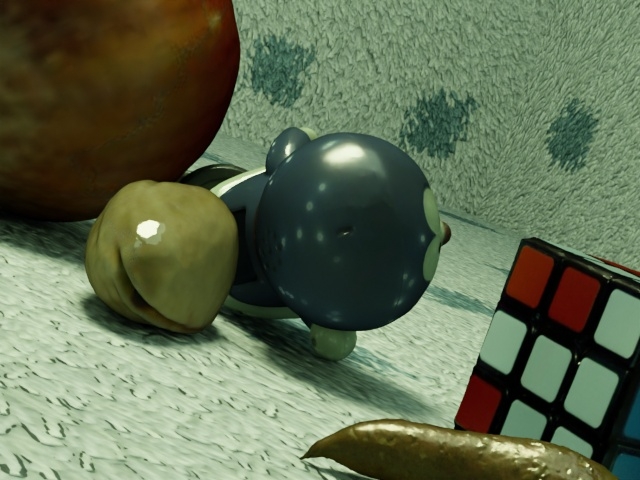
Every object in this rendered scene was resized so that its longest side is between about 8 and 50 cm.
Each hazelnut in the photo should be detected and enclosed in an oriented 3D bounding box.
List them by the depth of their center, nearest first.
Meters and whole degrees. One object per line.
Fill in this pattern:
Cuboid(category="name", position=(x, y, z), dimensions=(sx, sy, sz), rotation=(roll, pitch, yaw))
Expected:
Cuboid(category="hazelnut", position=(-0.278, -0.200, 1.358), dimensions=(0.409, 0.359, 0.359), rotation=(22, 6, 22))

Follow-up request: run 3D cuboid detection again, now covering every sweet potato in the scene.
Cuboid(category="sweet potato", position=(0.124, 0.149, 0.872), dimensions=(0.273, 0.067, 0.067), rotation=(14, 5, 7))

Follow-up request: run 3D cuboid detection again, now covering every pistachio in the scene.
Cuboid(category="pistachio", position=(-0.122, 0.014, 1.122), dimensions=(0.108, 0.126, 0.185), rotation=(-22, -2, 15))

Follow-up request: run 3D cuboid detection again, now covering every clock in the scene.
Cuboid(category="clock", position=(0.000, 0.000, 1.202), dimensions=(0.146, 0.200, 0.243), rotation=(-8, -1, -28))

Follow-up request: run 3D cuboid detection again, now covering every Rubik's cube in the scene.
Cuboid(category="Rubik's cube", position=(0.222, 0.107, 1.072), dimensions=(0.160, 0.162, 0.163), rotation=(17, 8, -34))

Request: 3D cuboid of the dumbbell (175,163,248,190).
Cuboid(category="dumbbell", position=(-0.126, -0.028, 1.498), dimensions=(0.110, 0.110, 0.254), rotation=(18, 0, -21))
